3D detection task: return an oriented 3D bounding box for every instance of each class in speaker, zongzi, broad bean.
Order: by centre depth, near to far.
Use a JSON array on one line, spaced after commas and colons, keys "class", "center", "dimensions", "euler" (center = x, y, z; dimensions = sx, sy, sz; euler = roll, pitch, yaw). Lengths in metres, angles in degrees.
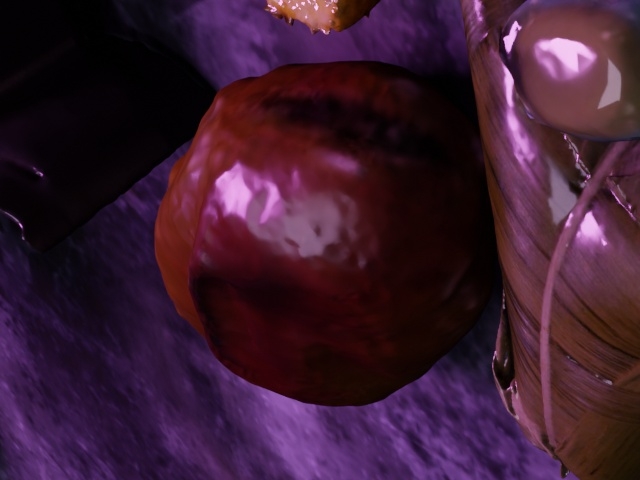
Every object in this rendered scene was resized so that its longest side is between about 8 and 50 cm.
[{"class": "zongzi", "center": [0.091, -0.010, 0.778], "dimensions": [0.204, 0.094, 0.205], "euler": [48, 151, 16]}, {"class": "broad bean", "center": [0.003, -0.002, 0.885], "dimensions": [0.156, 0.122, 0.228], "euler": [25, 156, -3]}, {"class": "speaker", "center": [-0.220, -0.196, 0.942], "dimensions": [0.184, 0.180, 0.388], "euler": [7, 129, 43]}]

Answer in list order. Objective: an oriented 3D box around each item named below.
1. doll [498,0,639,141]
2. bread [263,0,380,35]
[{"class": "doll", "center": [0.174, -0.105, 0.481], "dimensions": [0.260, 0.161, 0.177], "euler": [8, 107, 54]}, {"class": "bread", "center": [-0.034, -0.163, 0.815], "dimensions": [0.187, 0.065, 0.103], "euler": [28, 145, 34]}]
